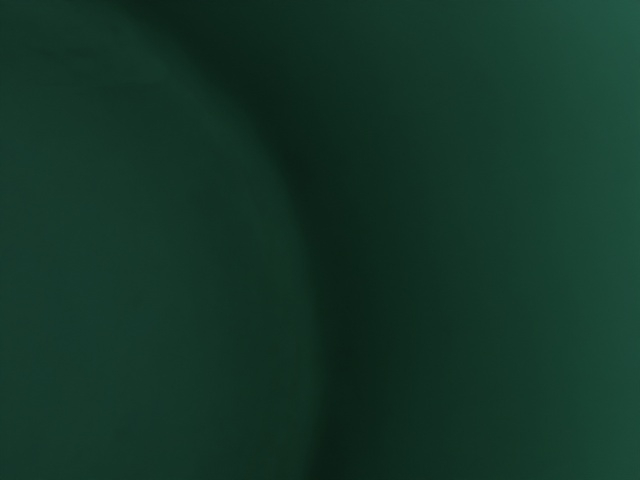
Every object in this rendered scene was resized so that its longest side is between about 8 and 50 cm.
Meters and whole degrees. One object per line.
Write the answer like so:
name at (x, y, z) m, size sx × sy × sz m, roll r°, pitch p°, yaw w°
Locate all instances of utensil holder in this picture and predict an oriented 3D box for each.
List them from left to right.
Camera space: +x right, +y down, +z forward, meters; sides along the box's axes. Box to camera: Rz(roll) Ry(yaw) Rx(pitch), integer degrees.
utensil holder at (-0.036, 0.014, 0.367) m, size 0.328 × 0.327 × 0.385 m, roll -30°, pitch 8°, yaw -28°
